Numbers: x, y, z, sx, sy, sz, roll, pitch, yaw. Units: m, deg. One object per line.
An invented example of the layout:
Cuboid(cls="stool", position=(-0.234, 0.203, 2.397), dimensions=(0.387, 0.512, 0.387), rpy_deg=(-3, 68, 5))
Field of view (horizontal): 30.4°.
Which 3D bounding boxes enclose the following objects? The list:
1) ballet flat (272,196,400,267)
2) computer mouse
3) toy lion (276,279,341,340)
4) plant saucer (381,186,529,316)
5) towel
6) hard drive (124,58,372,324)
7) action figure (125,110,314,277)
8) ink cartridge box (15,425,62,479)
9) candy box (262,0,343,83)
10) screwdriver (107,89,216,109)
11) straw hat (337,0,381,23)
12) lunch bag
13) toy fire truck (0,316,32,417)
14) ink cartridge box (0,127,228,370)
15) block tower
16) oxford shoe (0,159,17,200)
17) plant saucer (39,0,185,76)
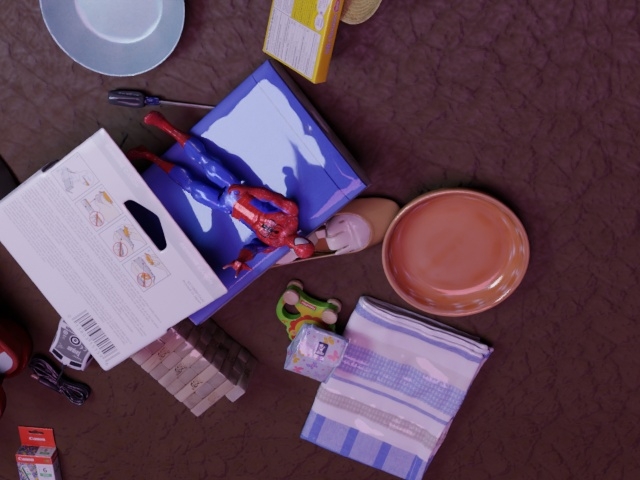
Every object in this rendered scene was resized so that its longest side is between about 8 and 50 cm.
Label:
Cuboid(cls="ballet flat", position=(0.000, 0.000, 1.624), dimensions=(0.232, 0.073, 0.080), rpy_deg=(-14, 114, 17))
Cuboid(cls="computer mouse", position=(-0.373, 0.164, 1.800), dimensions=(0.106, 0.042, 0.193), rpy_deg=(32, 124, -2))
Cuboid(cls="toy lion", position=(-0.020, 0.116, 1.717), dimensions=(0.100, 0.034, 0.096), rpy_deg=(27, 127, -5))
Cuboid(cls="plant saucer", position=(0.183, 0.012, 1.610), dimensions=(0.200, 0.037, 0.200), rpy_deg=(2, 121, 3))
Cuboid(cls="towel", position=(0.107, 0.227, 1.749), dimensions=(0.209, 0.034, 0.285), rpy_deg=(22, 120, -1))
Cuboid(cls="hard drive", position=(-0.115, -0.061, 1.586), dimensions=(0.318, 0.040, 0.210), rpy_deg=(-39, 86, 21))
Cuboid(cls="action figure", position=(-0.134, -0.053, 1.503), dimensions=(0.280, 0.139, 0.091), rpy_deg=(33, 110, 8))
Cuboid(cls="ink cartridge box", position=(-0.461, 0.359, 1.925), dimensions=(0.062, 0.029, 0.115), rpy_deg=(3, 119, 9))
Cuboid(cls="candy box", position=(-0.013, -0.309, 1.458), dimensions=(0.105, 0.027, 0.206), rpy_deg=(39, 128, 37))
Cuboid(cls="screwdriver", position=(-0.204, -0.187, 1.598), dimensions=(0.169, 0.025, 0.024), rpy_deg=(4, 118, -2))
Cuboid(cls="straw hat", position=(0.057, -0.335, 1.437), dimensions=(0.144, 0.061, 0.144), rpy_deg=(17, 111, 50))
Cuboid(cls="lunch bag", position=(-0.006, 0.159, 1.695), dimensions=(0.071, 0.053, 0.083), rpy_deg=(22, 131, -11))
Cuboid(cls="toy fire truck", position=(-0.600, 0.174, 1.759), dimensions=(0.302, 0.169, 0.254), rpy_deg=(-29, 114, 22))
Cuboid(cls="ink cartridge box", position=(-0.282, 0.008, 1.583), dimensions=(0.239, 0.060, 0.275), rpy_deg=(-32, 101, 24))
Cuboid(cls="block tower", position=(-0.249, 0.114, 1.722), dimensions=(0.335, 0.091, 0.097), rpy_deg=(43, 117, -12))
Cuboid(cls="oxford shoe", position=(-0.514, -0.106, 1.677), dimensions=(0.212, 0.076, 0.076), rpy_deg=(45, 146, -17))
Cuboid(cls="plant saucer", position=(-0.265, -0.310, 1.528), dimensions=(0.195, 0.037, 0.195), rpy_deg=(5, 118, 9))
